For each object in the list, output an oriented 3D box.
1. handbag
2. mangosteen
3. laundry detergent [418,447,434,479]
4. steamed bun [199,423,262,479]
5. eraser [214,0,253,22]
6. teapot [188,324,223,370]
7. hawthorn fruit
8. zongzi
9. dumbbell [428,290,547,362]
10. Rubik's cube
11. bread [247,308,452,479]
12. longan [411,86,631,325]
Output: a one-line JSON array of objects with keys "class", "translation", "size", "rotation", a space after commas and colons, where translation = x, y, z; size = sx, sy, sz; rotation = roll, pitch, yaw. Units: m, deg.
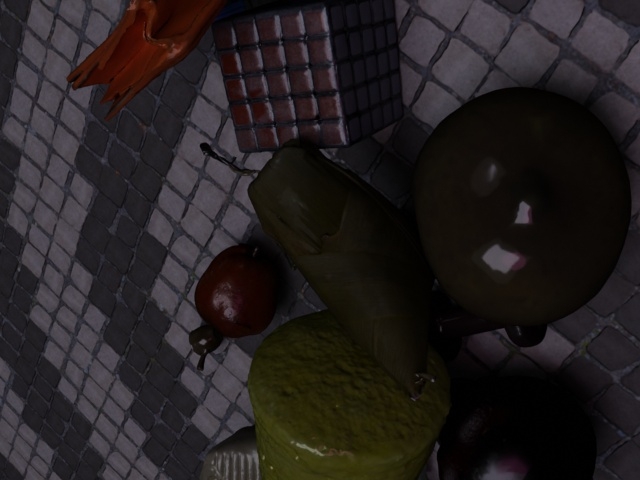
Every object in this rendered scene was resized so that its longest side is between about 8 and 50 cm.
[{"class": "handbag", "translation": [-0.226, -0.403, 1.331], "size": [0.116, 0.410, 0.303], "rotation": [43, 144, -17]}, {"class": "mangosteen", "translation": [0.332, 0.366, 1.412], "size": [0.313, 0.297, 0.297], "rotation": [50, 129, 17]}, {"class": "laundry detergent", "translation": [0.150, 0.338, 1.623], "size": [0.264, 0.124, 0.398], "rotation": [-9, 107, 38]}, {"class": "steamed bun", "translation": [-0.078, 0.545, 1.788], "size": [0.367, 0.255, 0.343], "rotation": [4, 100, 6]}, {"class": "eraser", "translation": [-0.167, -0.430, 1.547], "size": [0.084, 0.027, 0.063], "rotation": [-8, 107, 36]}, {"class": "teapot", "translation": [-0.268, 0.258, 1.886], "size": [0.080, 0.110, 0.085], "rotation": [-26, 139, 25]}, {"class": "hawthorn fruit", "translation": [-0.166, 0.100, 1.698], "size": [0.185, 0.185, 0.202], "rotation": [29, 107, 20]}, {"class": "zongzi", "translation": [0.000, 0.000, 1.200], "size": [0.447, 0.418, 0.181], "rotation": [38, 111, -13]}, {"class": "dumbbell", "translation": [0.285, 0.141, 1.441], "size": [0.225, 0.124, 0.140], "rotation": [-17, 101, 38]}, {"class": "Rubik's cube", "translation": [-0.013, -0.294, 1.375], "size": [0.237, 0.237, 0.238], "rotation": [3, 113, 30]}, {"class": "bread", "translation": [0.035, 0.320, 1.401], "size": [0.348, 0.348, 0.308], "rotation": [27, 128, 21]}, {"class": "longan", "translation": [0.300, -0.051, 1.207], "size": [0.361, 0.361, 0.361], "rotation": [14, 118, 28]}]
